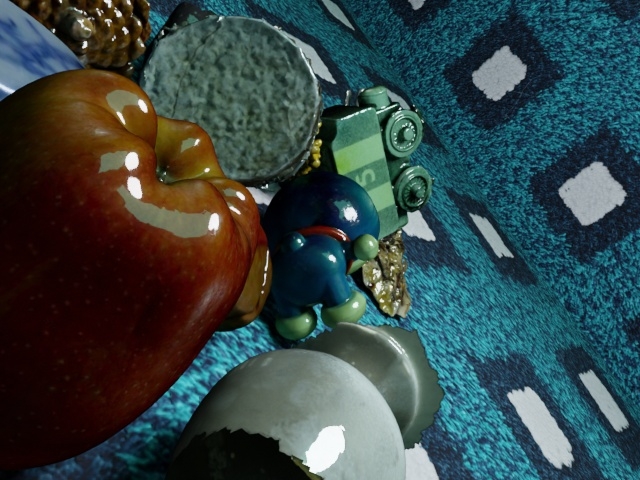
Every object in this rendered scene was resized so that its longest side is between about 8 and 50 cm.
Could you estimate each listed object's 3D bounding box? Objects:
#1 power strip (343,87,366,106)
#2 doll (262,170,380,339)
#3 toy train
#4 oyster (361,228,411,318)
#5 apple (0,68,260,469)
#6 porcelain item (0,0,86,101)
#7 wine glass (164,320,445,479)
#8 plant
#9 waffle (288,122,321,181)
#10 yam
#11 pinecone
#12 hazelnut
[{"bbox_3d":[0.075,-0.232,1.362,0.139,0.224,0.140,12,4,35],"label":"power strip"},{"bbox_3d":[-0.001,0.000,0.972,0.322,0.199,0.186,-85,154,-61],"label":"doll"},{"bbox_3d":[0.091,-0.146,1.189,0.167,0.238,0.299,23,-48,56],"label":"toy train"},{"bbox_3d":[0.142,0.055,1.270,0.223,0.083,0.214,59,29,6],"label":"oyster"},{"bbox_3d":[-0.215,0.025,0.509,0.288,0.317,0.288,48,9,-11],"label":"apple"},{"bbox_3d":[-0.391,-0.159,0.614,0.405,0.178,0.242,28,30,-44],"label":"porcelain item"},{"bbox_3d":[-0.008,0.217,0.638,0.238,0.238,0.323,50,21,4],"label":"wine glass"},{"bbox_3d":[-0.249,-0.346,1.121,0.142,0.164,0.256,39,38,-18],"label":"plant"},{"bbox_3d":[-0.104,-0.203,1.071,0.232,0.228,0.051,21,50,14],"label":"waffle"},{"bbox_3d":[-0.111,-0.175,0.820,0.241,0.241,0.348,45,1,-8],"label":"yam"},{"bbox_3d":[-0.367,-0.319,0.817,0.264,0.264,0.264,37,28,-23],"label":"pinecone"},{"bbox_3d":[-0.152,0.010,0.744,0.181,0.212,0.180,5,64,3],"label":"hazelnut"}]
